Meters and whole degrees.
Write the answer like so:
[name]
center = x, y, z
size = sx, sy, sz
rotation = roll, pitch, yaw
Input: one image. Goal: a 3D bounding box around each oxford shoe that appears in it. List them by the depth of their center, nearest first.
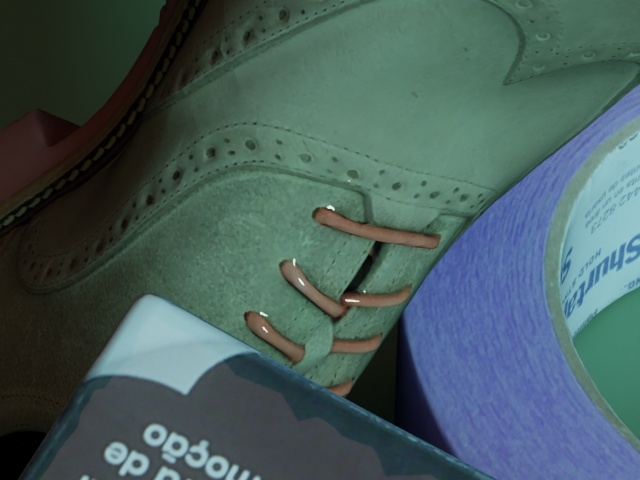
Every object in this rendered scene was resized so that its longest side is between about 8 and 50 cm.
[oxford shoe]
center = 0.000, 0.000, 0.500
size = 0.123, 0.348, 0.130
rotation = 17, 54, -33

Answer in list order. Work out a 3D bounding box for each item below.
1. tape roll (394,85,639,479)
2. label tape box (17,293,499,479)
[tape roll]
center = 0.160, 0.043, 0.578
size = 0.274, 0.090, 0.275
rotation = -1, 48, 1
[label tape box]
center = -0.011, 0.212, 0.331
size = 0.240, 0.106, 0.334
rotation = 27, 65, 8
